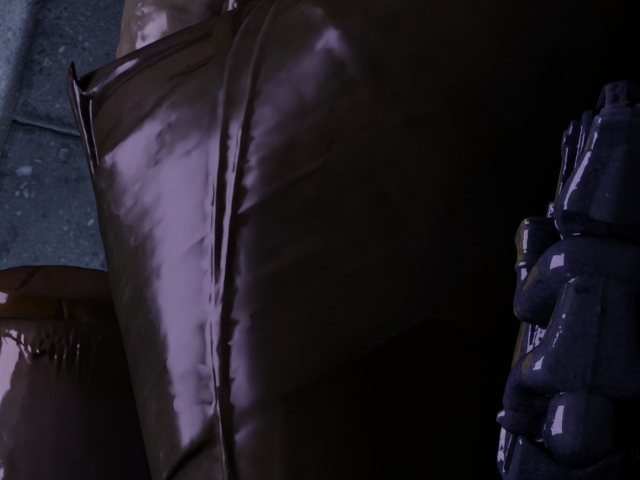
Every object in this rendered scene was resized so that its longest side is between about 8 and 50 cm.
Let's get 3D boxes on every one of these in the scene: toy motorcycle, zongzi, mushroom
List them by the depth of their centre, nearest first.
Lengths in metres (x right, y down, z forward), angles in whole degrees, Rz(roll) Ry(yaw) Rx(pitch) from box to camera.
[{"bbox_3d":[0.101,0.037,0.646,0.124,0.061,0.193,-74,-6,-70],"label":"toy motorcycle"},{"bbox_3d":[0.065,0.049,0.742,0.418,0.181,0.447,-31,62,33],"label":"zongzi"},{"bbox_3d":[-0.167,0.216,1.042,0.154,0.137,0.407,148,124,-76],"label":"mushroom"}]

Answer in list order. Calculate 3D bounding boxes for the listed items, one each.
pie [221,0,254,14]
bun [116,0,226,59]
[{"bbox_3d":[0.033,-0.117,0.971,0.046,0.195,0.195,-123,46,-69],"label":"pie"},{"bbox_3d":[-0.001,-0.074,1.172,0.361,0.213,0.361,1,-90,-71],"label":"bun"}]
